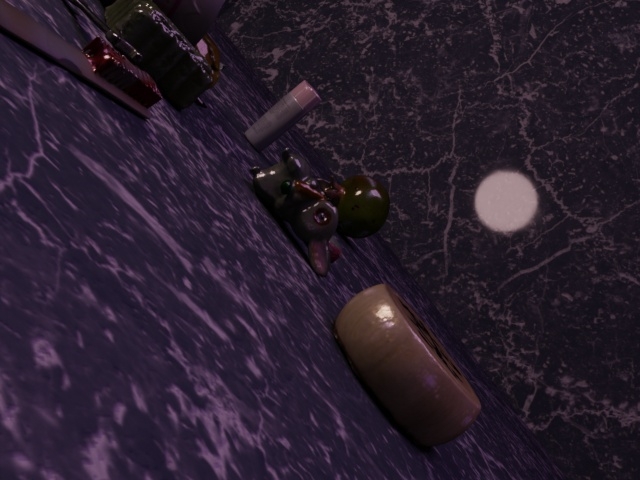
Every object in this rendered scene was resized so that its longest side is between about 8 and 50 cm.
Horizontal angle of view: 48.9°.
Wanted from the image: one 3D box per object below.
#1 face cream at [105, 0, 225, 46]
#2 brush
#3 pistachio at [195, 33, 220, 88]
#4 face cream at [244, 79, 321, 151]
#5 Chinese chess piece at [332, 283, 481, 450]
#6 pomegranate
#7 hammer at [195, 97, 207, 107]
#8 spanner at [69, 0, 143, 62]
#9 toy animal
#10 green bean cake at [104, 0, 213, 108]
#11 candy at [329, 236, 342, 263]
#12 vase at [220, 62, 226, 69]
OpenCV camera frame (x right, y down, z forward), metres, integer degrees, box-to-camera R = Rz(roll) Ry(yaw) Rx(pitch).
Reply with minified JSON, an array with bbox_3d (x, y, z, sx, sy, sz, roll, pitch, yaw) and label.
[{"bbox_3d":[-0.292,-0.482,1.328,0.195,0.175,0.175,29,17,-27],"label":"face cream"},{"bbox_3d":[-0.281,-0.221,0.814,0.060,0.050,0.321,57,10,18],"label":"brush"},{"bbox_3d":[-0.279,-0.406,1.481,0.189,0.100,0.110,54,4,13],"label":"pistachio"},{"bbox_3d":[-0.091,-0.298,1.692,0.057,0.198,0.084,43,12,-49],"label":"face cream"},{"bbox_3d":[0.130,0.185,1.060,0.257,0.104,0.257,51,7,-9],"label":"Chinese chess piece"},{"bbox_3d":[0.083,-0.106,1.952,0.224,0.181,0.181,29,18,-30],"label":"pomegranate"},{"bbox_3d":[-0.285,-0.324,1.378,0.178,0.021,0.065,50,8,-24],"label":"hammer"},{"bbox_3d":[-0.311,-0.306,0.977,0.054,0.015,0.254,33,8,-49],"label":"spanner"},{"bbox_3d":[-0.024,-0.056,1.283,0.236,0.108,0.138,52,7,7],"label":"toy animal"},{"bbox_3d":[-0.280,-0.336,1.217,0.183,0.094,0.185,44,5,-35],"label":"green bean cake"},{"bbox_3d":[0.000,0.000,1.403,0.103,0.043,0.103,47,10,-10],"label":"candy"},{"bbox_3d":[-0.293,-0.420,1.584,0.148,0.081,0.081,45,9,-11],"label":"vase"}]
